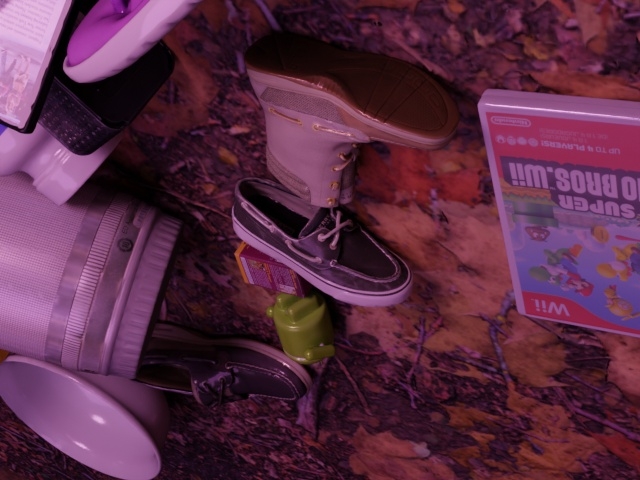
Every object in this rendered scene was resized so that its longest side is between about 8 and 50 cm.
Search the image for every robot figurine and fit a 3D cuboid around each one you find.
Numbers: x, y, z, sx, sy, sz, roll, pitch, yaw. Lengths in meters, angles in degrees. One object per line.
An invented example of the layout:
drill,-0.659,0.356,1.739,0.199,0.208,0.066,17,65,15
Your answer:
robot figurine,-0.020,0.104,1.306,0.101,0.067,0.115,42,157,38

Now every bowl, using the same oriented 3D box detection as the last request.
bowl,-0.341,0.228,1.649,0.298,0.134,0.298,21,145,15

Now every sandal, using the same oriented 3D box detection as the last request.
sandal,-0.086,-0.265,0.819,0.102,0.169,0.416,43,132,-21

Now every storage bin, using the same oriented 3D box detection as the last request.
storage bin,-0.251,-0.189,1.067,0.180,0.122,0.084,44,144,-18

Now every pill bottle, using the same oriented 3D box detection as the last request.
pill bottle,-0.347,-0.166,1.144,0.272,0.152,0.152,41,145,-15

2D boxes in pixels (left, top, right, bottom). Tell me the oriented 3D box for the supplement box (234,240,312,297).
supplement box,-0.050,0.027,1.254,0.083,0.043,0.055,14,142,25

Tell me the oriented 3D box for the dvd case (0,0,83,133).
dvd case,-0.293,-0.244,0.964,0.180,0.253,0.022,24,-173,9

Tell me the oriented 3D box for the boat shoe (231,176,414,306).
boat shoe,0.000,0.000,1.152,0.219,0.077,0.070,25,146,13

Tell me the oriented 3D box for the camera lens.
camera lens,-0.321,0.030,1.276,0.274,0.219,0.219,17,146,-5

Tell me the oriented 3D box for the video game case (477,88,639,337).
video game case,0.262,-0.013,0.982,0.204,0.025,0.285,10,140,28

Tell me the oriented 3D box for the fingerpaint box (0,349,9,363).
fingerpaint box,-0.662,0.140,1.509,0.371,0.444,0.163,16,144,20

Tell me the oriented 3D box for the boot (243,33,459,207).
boot,0.031,-0.095,1.011,0.213,0.077,0.165,22,144,23

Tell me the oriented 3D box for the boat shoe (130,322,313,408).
boat shoe,-0.146,0.186,1.483,0.285,0.092,0.103,11,141,28
